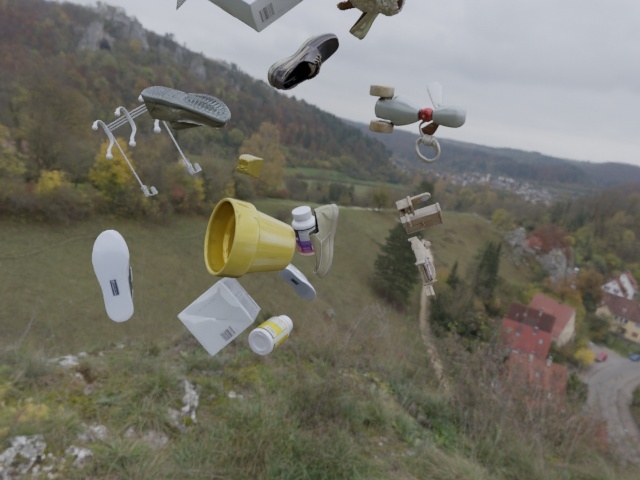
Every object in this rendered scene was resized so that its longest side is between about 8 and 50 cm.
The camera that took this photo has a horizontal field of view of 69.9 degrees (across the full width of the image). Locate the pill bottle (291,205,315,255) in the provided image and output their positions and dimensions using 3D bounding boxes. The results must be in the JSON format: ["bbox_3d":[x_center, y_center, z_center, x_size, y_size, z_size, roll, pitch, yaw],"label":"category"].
[{"bbox_3d":[-0.062,-0.042,1.942,0.108,0.193,0.108,-10,27,5],"label":"pill bottle"}]

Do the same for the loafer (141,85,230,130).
[{"bbox_3d":[-0.349,-0.335,1.204,0.251,0.087,0.094,20,41,15],"label":"loafer"}]

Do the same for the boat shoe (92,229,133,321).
[{"bbox_3d":[-0.663,0.109,1.489,0.108,0.300,0.102,-11,14,-18],"label":"boat shoe"}]

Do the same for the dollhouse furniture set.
[{"bbox_3d":[0.472,0.019,1.952,0.174,0.303,0.355,-19,53,12],"label":"dollhouse furniture set"}]

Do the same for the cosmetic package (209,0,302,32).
[{"bbox_3d":[-0.139,-0.794,1.325,0.284,0.377,0.097,40,-16,27],"label":"cosmetic package"}]

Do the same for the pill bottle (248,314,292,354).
[{"bbox_3d":[-0.113,0.219,1.082,0.065,0.065,0.116,18,19,21],"label":"pill bottle"}]

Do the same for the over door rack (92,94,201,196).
[{"bbox_3d":[-0.614,-0.318,1.614,0.240,0.324,0.108,-21,28,19],"label":"over door rack"}]

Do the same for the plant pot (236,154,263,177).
[{"bbox_3d":[-0.290,-0.298,1.828,0.081,0.081,0.083,18,12,17],"label":"plant pot"}]

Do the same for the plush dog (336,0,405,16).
[{"bbox_3d":[0.114,-0.727,1.191,0.211,0.262,0.225,-1,-36,25],"label":"plush dog"}]

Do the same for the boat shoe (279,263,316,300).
[{"bbox_3d":[-0.109,0.202,2.342,0.258,0.095,0.084,52,24,-27],"label":"boat shoe"}]

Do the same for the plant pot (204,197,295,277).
[{"bbox_3d":[-0.223,0.006,1.505,0.239,0.253,0.254,12,12,-34],"label":"plant pot"}]

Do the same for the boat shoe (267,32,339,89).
[{"bbox_3d":[-0.053,-0.747,1.957,0.130,0.355,0.132,50,-4,32],"label":"boat shoe"}]

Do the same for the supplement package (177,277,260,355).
[{"bbox_3d":[-0.376,0.274,1.754,0.198,0.199,0.263,50,0,-3],"label":"supplement package"}]

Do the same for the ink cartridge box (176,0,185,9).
[{"bbox_3d":[-0.463,-1.020,1.678,0.060,0.275,0.239,35,-23,-13],"label":"ink cartridge box"}]

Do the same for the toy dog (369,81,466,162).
[{"bbox_3d":[0.313,-0.419,1.507,0.334,0.220,0.161,35,35,18],"label":"toy dog"}]

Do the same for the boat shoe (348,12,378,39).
[{"bbox_3d":[0.141,-0.680,1.365,0.048,0.153,0.056,22,24,-25],"label":"boat shoe"}]

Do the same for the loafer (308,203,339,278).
[{"bbox_3d":[0.000,0.000,1.613,0.092,0.268,0.102,7,9,-10],"label":"loafer"}]
